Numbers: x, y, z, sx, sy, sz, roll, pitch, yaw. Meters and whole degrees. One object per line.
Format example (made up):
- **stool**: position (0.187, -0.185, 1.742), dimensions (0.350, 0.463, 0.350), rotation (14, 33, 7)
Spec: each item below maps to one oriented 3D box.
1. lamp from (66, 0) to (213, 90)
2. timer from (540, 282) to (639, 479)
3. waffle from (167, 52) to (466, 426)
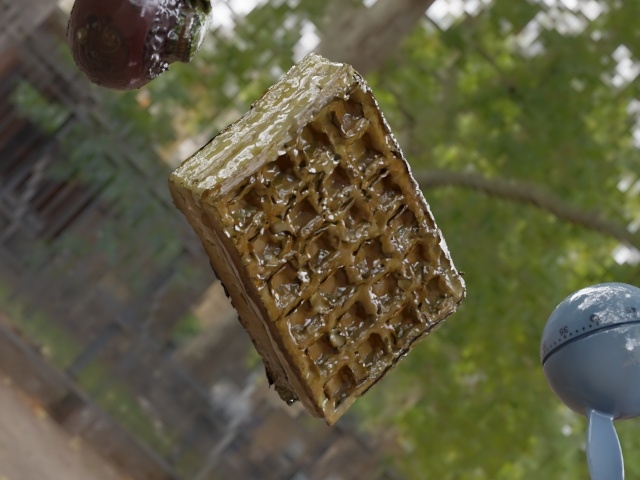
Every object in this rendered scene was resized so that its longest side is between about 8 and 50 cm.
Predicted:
- **lamp**: position (-0.181, -0.223, 1.968), dimensions (0.135, 0.157, 0.156), rotation (25, 32, 2)
- **timer**: position (0.332, 0.175, 2.190), dimensions (0.175, 0.175, 0.255), rotation (164, -79, -83)
- **waffle**: position (0.001, 0.000, 1.827), dimensions (0.091, 0.213, 0.308), rotation (23, -32, 48)
